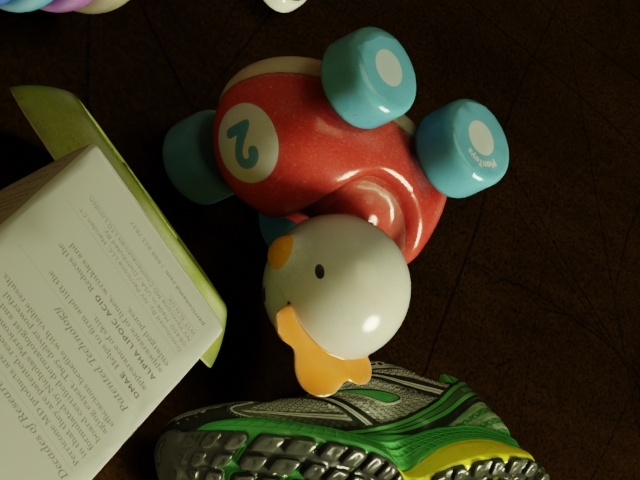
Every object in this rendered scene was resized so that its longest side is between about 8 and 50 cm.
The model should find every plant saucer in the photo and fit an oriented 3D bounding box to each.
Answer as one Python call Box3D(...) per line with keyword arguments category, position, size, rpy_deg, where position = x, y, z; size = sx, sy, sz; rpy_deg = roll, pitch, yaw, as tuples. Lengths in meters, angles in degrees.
Box3D(category="plant saucer", position=(-0.133, -0.018, 1.385), size=(0.241, 0.037, 0.241), rpy_deg=(55, -3, 4))

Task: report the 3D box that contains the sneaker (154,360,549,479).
Box3D(category="sneaker", position=(0.010, 0.167, 1.533), size=(0.343, 0.134, 0.146), rpy_deg=(8, 34, -41))

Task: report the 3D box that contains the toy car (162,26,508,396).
Box3D(category="toy car", position=(0.000, 0.000, 1.505), size=(0.210, 0.219, 0.238), rpy_deg=(34, 49, -33))

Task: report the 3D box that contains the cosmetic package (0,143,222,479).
Box3D(category="cosmetic package", position=(-0.253, 0.122, 1.158), size=(0.156, 0.217, 0.385), rpy_deg=(55, 41, -14))

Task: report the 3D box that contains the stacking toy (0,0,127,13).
Box3D(category="stacking toy", position=(-0.275, -0.218, 1.382), size=(0.330, 0.141, 0.141), rpy_deg=(-13, 81, -46))

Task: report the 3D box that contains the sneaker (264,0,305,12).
Box3D(category="sneaker", position=(0.021, -0.333, 1.759), size=(0.104, 0.147, 0.296), rpy_deg=(43, 45, -28))
